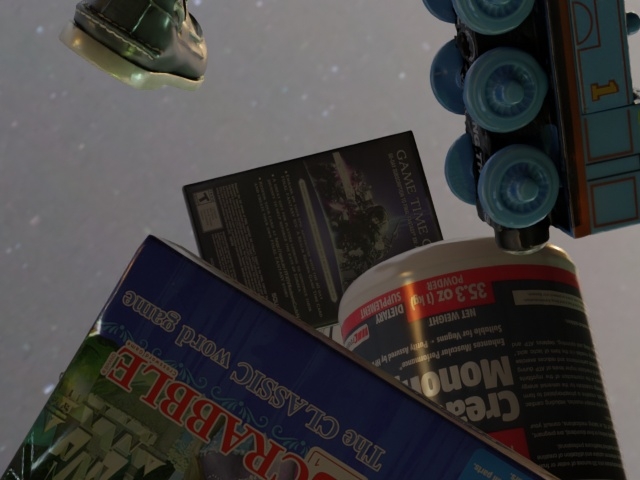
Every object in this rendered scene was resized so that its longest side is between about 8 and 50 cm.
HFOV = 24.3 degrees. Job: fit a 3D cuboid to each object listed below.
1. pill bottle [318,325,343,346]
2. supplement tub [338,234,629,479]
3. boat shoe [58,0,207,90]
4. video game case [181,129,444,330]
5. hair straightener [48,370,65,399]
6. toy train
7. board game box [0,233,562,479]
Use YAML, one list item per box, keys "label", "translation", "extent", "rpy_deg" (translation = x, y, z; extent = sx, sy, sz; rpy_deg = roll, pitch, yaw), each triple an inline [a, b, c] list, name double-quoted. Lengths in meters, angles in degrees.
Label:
- label: "pill bottle"
  translation: [0.064, 0.119, 1.971]
  extent: [0.162, 0.278, 0.162]
  rpy_deg: [-2, -86, -26]
- label: "supplement tub"
  translation: [0.125, 0.149, 1.111]
  extent: [0.191, 0.191, 0.272]
  rpy_deg: [9, -118, -40]
- label: "boat shoe"
  translation: [-0.143, -0.201, 1.320]
  extent: [0.116, 0.099, 0.319]
  rpy_deg: [32, -169, -1]
- label: "video game case"
  translation: [0.000, 0.000, 1.683]
  extent: [0.274, 0.026, 0.196]
  rpy_deg: [-14, -95, -11]
- label: "hair straightener"
  translation: [-0.220, 0.238, 1.574]
  extent: [0.047, 0.089, 0.230]
  rpy_deg: [-14, -106, -52]
- label: "toy train"
  translation: [0.113, -0.085, 0.744]
  extent: [0.105, 0.080, 0.184]
  rpy_deg: [-13, -73, -11]
- label: "board game box"
  translation: [-0.038, 0.211, 0.792]
  extent: [0.319, 0.318, 0.066]
  rpy_deg: [30, 180, 14]
